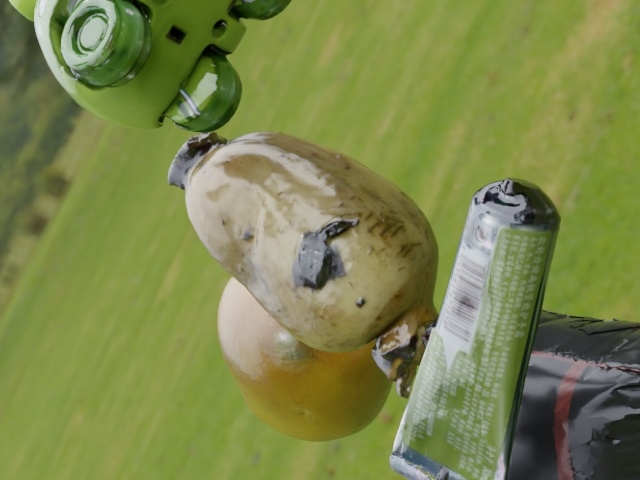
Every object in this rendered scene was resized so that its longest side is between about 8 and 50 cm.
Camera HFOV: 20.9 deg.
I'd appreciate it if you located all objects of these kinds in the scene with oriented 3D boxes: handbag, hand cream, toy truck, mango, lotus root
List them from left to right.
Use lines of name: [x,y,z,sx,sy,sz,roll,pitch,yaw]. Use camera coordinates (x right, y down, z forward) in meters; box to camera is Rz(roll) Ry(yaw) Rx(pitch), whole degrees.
toy truck: [-0.129,-0.195,1.243,0.187,0.148,0.210,-48,50,15]
mango: [-0.017,0.130,1.975,0.173,0.211,0.317,-57,-14,-27]
lotus root: [0.000,0.000,1.340,0.140,0.257,0.154,-52,-3,5]
hand cream: [0.101,0.064,1.097,0.055,0.086,0.235,-22,-49,-49]
handbag: [0.183,0.140,1.221,0.215,0.155,0.169,8,109,44]
